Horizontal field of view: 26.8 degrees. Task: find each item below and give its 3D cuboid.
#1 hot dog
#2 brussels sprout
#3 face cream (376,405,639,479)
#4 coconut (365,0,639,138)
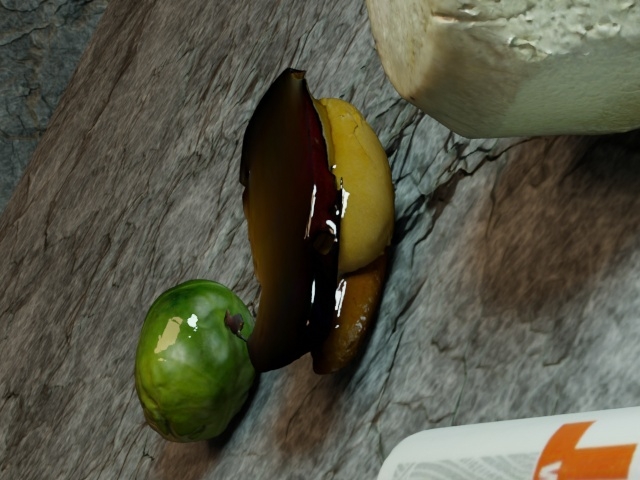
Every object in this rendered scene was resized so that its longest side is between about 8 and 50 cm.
[{"bbox_3d":[0.003,-0.005,1.180,0.194,0.107,0.326,131,149,-49],"label":"hot dog"},{"bbox_3d":[-0.116,0.112,1.257,0.155,0.117,0.155,176,90,-82],"label":"brussels sprout"},{"bbox_3d":[0.153,0.133,0.668,0.345,0.102,0.102,-21,43,60],"label":"face cream"},{"bbox_3d":[0.163,-0.187,0.880,0.245,0.247,0.245,171,90,-79],"label":"coconut"}]
